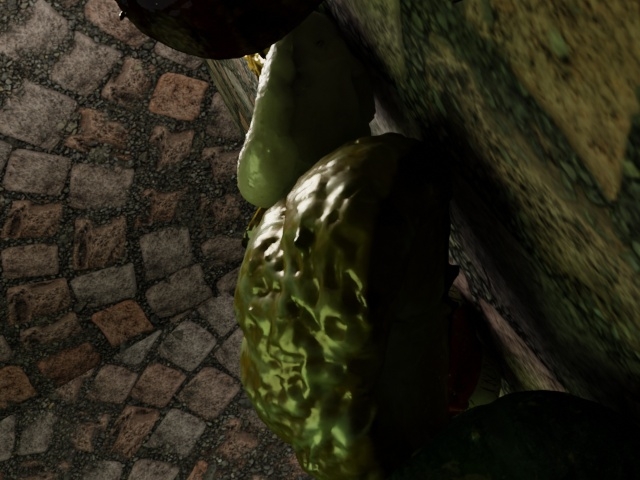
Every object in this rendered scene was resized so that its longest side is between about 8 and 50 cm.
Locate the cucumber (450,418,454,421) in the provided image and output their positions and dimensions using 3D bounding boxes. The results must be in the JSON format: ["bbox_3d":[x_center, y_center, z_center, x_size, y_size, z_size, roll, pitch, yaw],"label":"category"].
[{"bbox_3d":[0.180,0.332,1.639,0.130,0.191,0.191,61,176,10],"label":"cucumber"}]

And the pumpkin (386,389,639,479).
[{"bbox_3d":[0.214,0.249,0.686,0.293,0.197,0.263,52,-176,6],"label":"pumpkin"}]

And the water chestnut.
[{"bbox_3d":[-0.078,-0.246,0.600,0.224,0.238,0.223,9,-90,-76],"label":"water chestnut"}]

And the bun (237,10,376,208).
[{"bbox_3d":[-0.011,-0.136,0.942,0.133,0.230,0.231,16,180,-5],"label":"bun"}]

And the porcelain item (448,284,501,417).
[{"bbox_3d":[0.107,0.155,1.071,0.252,0.253,0.253,60,175,8],"label":"porcelain item"}]

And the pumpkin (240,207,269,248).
[{"bbox_3d":[0.000,0.000,1.587,0.232,0.242,0.325,31,168,3],"label":"pumpkin"}]

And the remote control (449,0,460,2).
[{"bbox_3d":[0.045,-0.236,0.500,0.212,0.028,0.059,64,173,-35],"label":"remote control"}]

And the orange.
[{"bbox_3d":[0.023,0.080,0.844,0.271,0.211,0.368,-46,-43,-65],"label":"orange"}]

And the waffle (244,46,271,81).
[{"bbox_3d":[-0.128,-0.372,1.345,0.300,0.058,0.281,64,172,-30],"label":"waffle"}]
